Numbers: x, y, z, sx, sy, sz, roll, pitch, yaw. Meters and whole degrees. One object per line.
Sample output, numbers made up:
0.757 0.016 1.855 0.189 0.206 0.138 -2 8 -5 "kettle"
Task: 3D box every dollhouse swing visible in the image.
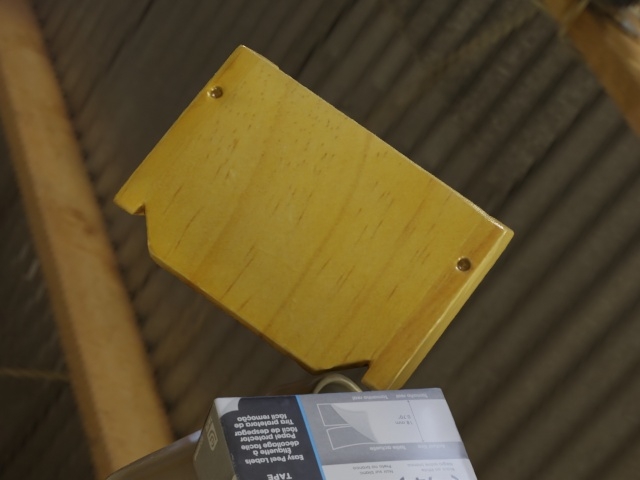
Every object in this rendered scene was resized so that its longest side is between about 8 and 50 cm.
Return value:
0.000 0.000 1.822 0.347 0.305 0.315 35 -106 9 "dollhouse swing"

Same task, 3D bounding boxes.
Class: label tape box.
0.042 0.298 1.482 0.106 0.241 0.333 114 -33 -44 "label tape box"

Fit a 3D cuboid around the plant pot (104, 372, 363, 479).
-0.086 0.326 1.775 0.280 0.323 0.323 -13 -123 20 "plant pot"
